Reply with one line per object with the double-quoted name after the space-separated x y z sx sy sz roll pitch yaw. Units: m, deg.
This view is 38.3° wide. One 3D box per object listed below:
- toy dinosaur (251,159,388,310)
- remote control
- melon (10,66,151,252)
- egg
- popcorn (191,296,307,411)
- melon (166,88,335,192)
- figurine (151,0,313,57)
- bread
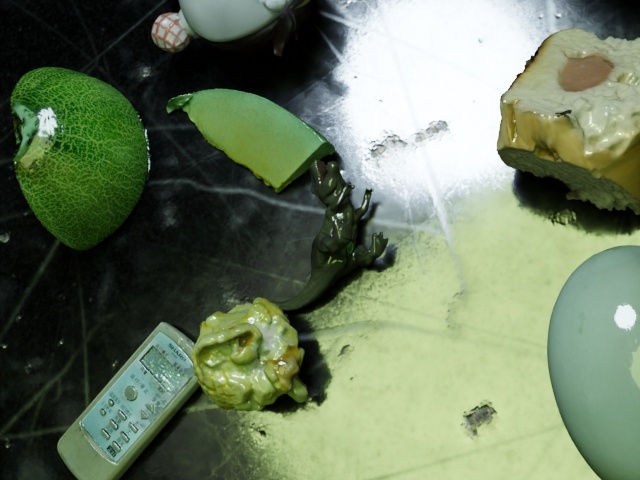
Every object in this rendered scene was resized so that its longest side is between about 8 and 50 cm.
0.000 0.000 1.205 0.179 0.087 0.187 -28 49 47 "toy dinosaur"
-0.248 0.222 1.221 0.098 0.038 0.233 42 92 20 "remote control"
-0.324 -0.133 1.252 0.129 0.169 0.265 -11 77 13 "melon"
0.346 0.142 0.968 0.203 0.203 0.282 -14 71 14 "egg"
-0.091 0.146 1.152 0.135 0.162 0.141 -47 39 39 "popcorn"
-0.102 -0.146 1.263 0.262 0.053 0.114 25 105 24 "melon"
-0.141 -0.384 1.256 0.281 0.167 0.370 -42 61 0 "figurine"
0.304 -0.161 1.043 0.184 0.211 0.224 14 88 26 "bread"
